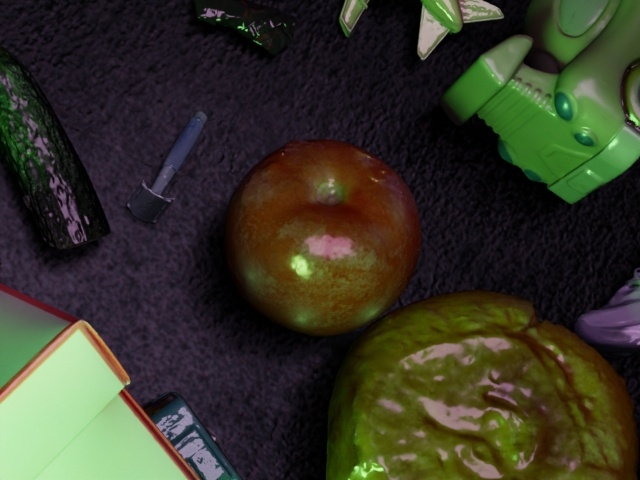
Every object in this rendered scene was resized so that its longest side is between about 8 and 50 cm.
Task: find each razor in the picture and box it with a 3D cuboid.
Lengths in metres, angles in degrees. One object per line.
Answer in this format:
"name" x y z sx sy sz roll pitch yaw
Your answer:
"razor" -0.156 -0.086 1.723 0.040 0.068 0.135 33 60 -9

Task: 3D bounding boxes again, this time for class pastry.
"pastry" 0.160 0.214 1.655 0.356 0.164 0.356 4 61 -7

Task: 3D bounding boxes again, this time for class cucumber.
"cucumber" -0.299 -0.099 1.671 0.074 0.074 0.241 -24 84 -19

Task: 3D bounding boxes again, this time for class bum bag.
"bum bag" -0.086 -0.250 1.784 0.124 0.034 0.058 23 64 -10

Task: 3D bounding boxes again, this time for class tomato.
"tomato" 0.000 0.000 1.670 0.208 0.184 0.208 3 55 -5

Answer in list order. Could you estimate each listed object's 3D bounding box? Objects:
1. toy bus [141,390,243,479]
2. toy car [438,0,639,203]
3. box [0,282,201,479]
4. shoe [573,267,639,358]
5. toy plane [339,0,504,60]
"toy bus" -0.103 0.274 1.626 0.091 0.109 0.261 -37 88 -14
"toy car" 0.318 -0.232 1.790 0.226 0.242 0.336 34 73 -3
"box" -0.308 0.241 1.419 0.314 0.312 0.300 -45 121 -20
"shoe" 0.394 0.057 1.823 0.245 0.095 0.137 -8 76 -21
"toy plane" 0.104 -0.336 1.829 0.229 0.092 0.244 -29 90 -5
